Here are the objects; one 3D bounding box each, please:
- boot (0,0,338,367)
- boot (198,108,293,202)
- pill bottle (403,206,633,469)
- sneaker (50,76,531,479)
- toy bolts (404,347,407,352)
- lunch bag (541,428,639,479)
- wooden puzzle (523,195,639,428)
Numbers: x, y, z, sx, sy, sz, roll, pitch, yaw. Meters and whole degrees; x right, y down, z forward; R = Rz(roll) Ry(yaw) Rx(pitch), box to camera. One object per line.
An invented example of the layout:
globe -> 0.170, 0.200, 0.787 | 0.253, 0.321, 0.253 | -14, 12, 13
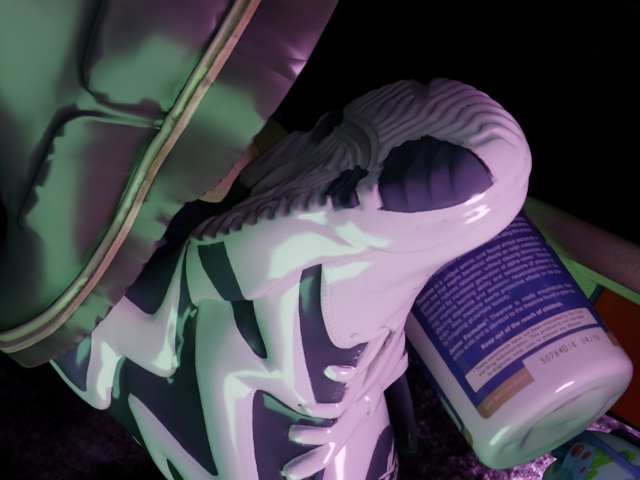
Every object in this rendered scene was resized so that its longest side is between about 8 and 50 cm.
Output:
boot -> -0.094, -0.052, 0.557 | 0.137, 0.077, 0.198 | 32, 134, -9
boot -> -0.106, -0.062, 0.873 | 0.248, 0.090, 0.207 | 31, -178, 18
pill bottle -> 0.058, 0.019, 0.704 | 0.120, 0.067, 0.067 | 57, -170, 23
sneaker -> 0.010, 0.045, 0.649 | 0.235, 0.094, 0.153 | -24, 107, 41
toy bolts -> 0.000, 0.000, 1.085 | 0.218, 0.158, 0.228 | -13, 164, 0
lunch bag -> 0.167, 0.153, 0.683 | 0.176, 0.090, 0.219 | 30, -179, -16
wooden puzzle -> 0.248, 0.107, 0.718 | 0.322, 0.080, 0.348 | 29, 176, -29
